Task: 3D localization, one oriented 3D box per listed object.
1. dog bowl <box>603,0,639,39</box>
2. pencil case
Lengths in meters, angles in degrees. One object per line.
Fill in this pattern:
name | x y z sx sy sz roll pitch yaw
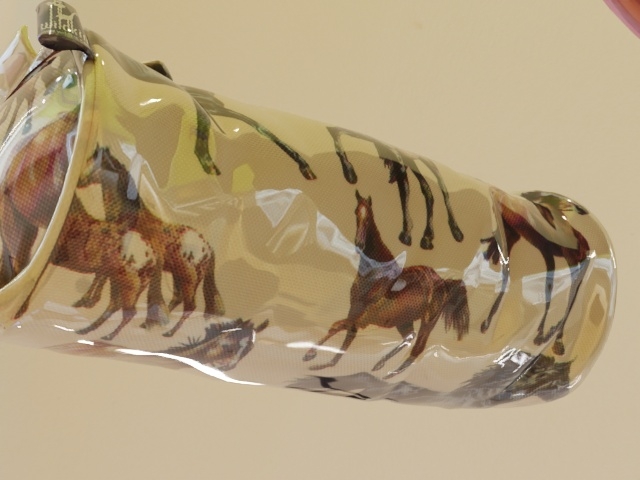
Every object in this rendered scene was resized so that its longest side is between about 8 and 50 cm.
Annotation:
dog bowl | 0.310 -0.253 0.507 0.408 0.408 0.150 46 -121 0
pencil case | 0.000 0.000 0.543 0.410 0.160 0.183 14 -122 -34
